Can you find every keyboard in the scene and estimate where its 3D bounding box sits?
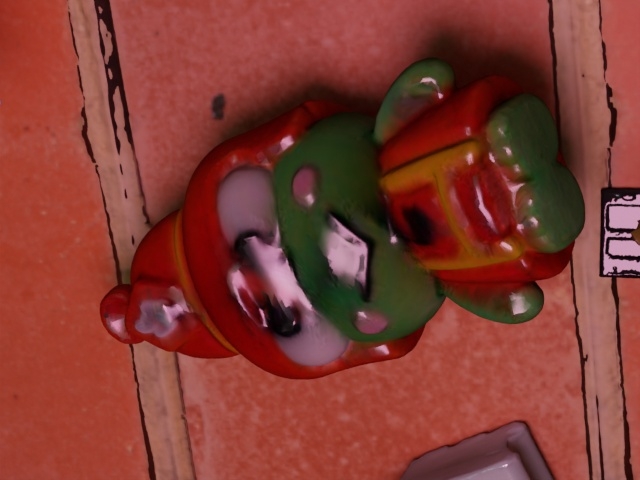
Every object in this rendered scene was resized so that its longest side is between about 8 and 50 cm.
[{"bbox_3d":[0.286,-0.001,1.278,0.198,0.010,0.064,2,97,14],"label":"keyboard"}]

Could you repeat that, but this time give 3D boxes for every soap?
[{"bbox_3d":[0.137,0.244,1.399,0.119,0.066,0.198,-23,105,21],"label":"soap"}]

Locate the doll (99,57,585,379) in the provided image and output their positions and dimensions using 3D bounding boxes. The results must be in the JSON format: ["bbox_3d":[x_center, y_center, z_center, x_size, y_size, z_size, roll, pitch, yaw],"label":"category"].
[{"bbox_3d":[0.000,0.000,1.280,0.363,0.160,0.183,-20,105,24],"label":"doll"}]

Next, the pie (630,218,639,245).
[{"bbox_3d":[0.349,-0.022,1.106,0.354,0.288,0.103,-5,103,21],"label":"pie"}]
